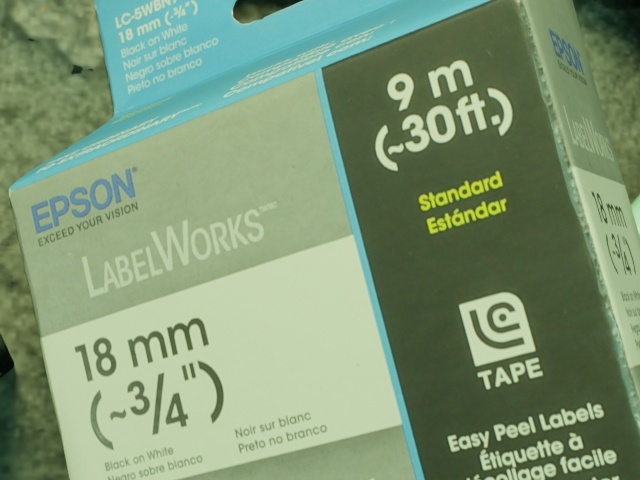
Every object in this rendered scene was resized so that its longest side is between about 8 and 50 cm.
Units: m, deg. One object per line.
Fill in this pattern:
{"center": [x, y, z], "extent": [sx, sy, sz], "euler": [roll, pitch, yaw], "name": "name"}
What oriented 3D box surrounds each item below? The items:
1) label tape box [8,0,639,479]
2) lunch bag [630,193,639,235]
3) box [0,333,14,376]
{"center": [0.000, 0.000, 0.495], "extent": [0.241, 0.106, 0.333], "euler": [-18, 80, 24], "name": "label tape box"}
{"center": [0.249, 0.055, 0.567], "extent": [0.223, 0.160, 0.262], "euler": [-44, 95, -15], "name": "lunch bag"}
{"center": [-0.208, -0.041, 0.484], "extent": [0.056, 0.183, 0.231], "euler": [-30, 86, -15], "name": "box"}
